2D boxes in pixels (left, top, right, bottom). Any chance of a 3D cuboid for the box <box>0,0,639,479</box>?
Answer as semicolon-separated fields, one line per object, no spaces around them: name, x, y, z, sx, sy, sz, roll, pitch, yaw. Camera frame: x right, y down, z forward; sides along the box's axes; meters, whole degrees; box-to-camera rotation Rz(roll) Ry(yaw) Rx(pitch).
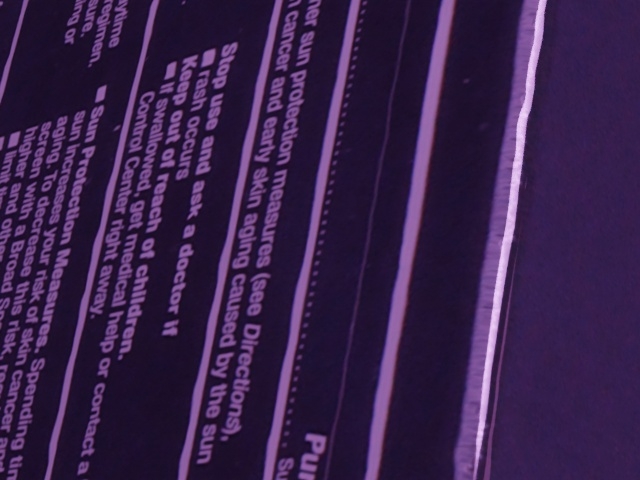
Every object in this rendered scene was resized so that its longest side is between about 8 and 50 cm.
box;0.000;0.000;0.513;0.183;0.294;0.296;30;61;-37
